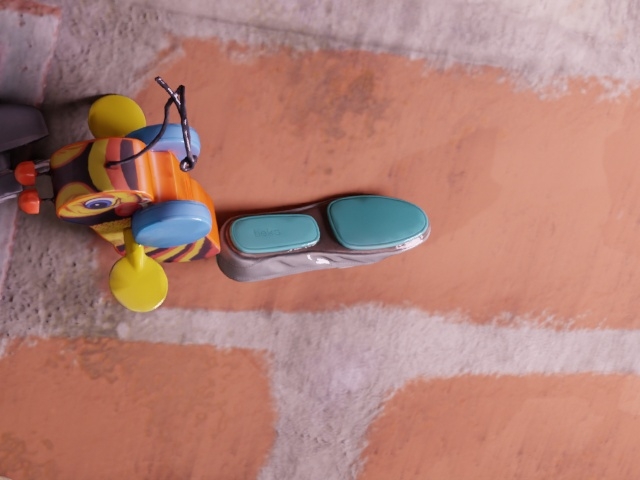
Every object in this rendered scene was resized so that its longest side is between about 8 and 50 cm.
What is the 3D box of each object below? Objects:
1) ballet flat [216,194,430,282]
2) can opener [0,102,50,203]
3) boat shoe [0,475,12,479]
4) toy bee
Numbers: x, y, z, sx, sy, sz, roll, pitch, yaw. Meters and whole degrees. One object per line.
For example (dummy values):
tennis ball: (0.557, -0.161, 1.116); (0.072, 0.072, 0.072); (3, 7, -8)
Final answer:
ballet flat: (0.000, 0.000, 1.822); (0.213, 0.072, 0.068); (-6, 149, -16)
can opener: (-0.375, -0.048, 1.656); (0.283, 0.076, 0.095); (-16, 92, -10)
boat shoe: (-0.372, 0.239, 1.838); (0.153, 0.048, 0.056); (16, 126, -20)
toy bee: (-0.180, -0.055, 1.642); (0.162, 0.195, 0.298); (-9, 140, 0)
